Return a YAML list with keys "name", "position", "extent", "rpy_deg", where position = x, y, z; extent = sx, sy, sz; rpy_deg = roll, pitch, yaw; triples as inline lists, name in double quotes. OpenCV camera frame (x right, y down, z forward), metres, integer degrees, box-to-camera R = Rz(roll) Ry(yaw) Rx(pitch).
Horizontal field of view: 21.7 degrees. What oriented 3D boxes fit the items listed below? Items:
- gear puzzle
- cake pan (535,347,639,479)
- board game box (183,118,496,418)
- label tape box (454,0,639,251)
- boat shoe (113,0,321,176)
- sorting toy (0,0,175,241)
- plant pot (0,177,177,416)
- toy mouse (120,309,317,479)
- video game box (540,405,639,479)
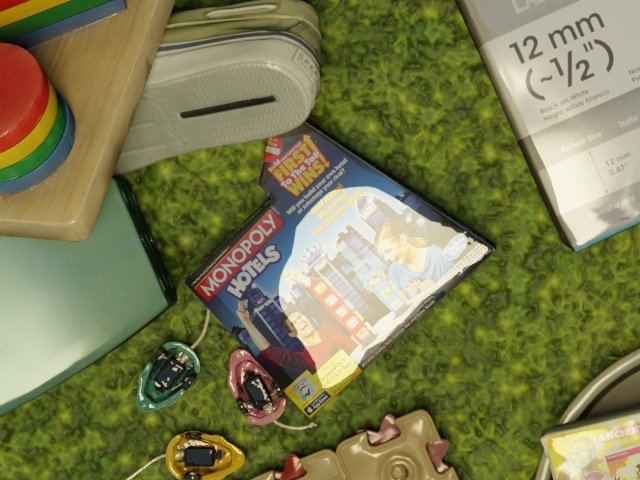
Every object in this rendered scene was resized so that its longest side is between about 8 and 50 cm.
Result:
- name: "gear puzzle"
  position: [-0.034, 0.265, 1.319]
  extent: [0.339, 0.044, 0.175]
  rpy_deg: [-23, 94, 9]
- name: "cake pan"
  position: [0.307, 0.210, 1.275]
  extent: [0.293, 0.054, 0.293]
  rpy_deg: [0, 93, 5]
- name: "board game box"
  position: [0.000, 0.000, 1.291]
  extent: [0.194, 0.060, 0.194]
  rpy_deg: [-42, 87, 6]
- name: "label tape box"
  position: [0.228, -0.198, 1.235]
  extent: [0.249, 0.115, 0.347]
  rpy_deg: [-24, 92, 6]
- name: "boat shoe"
  position: [-0.135, -0.118, 1.284]
  extent: [0.302, 0.094, 0.109]
  rpy_deg: [-4, 131, 19]
- name: "sorting toy"
  position: [-0.257, -0.140, 1.206]
  extent: [0.255, 0.089, 0.257]
  rpy_deg: [5, 60, 20]
- name: "plant pot"
  position: [-0.238, 0.045, 1.268]
  extent: [0.234, 0.166, 0.165]
  rpy_deg: [-23, 90, 1]
- name: "toy mouse"
  position: [-0.085, 0.117, 1.318]
  extent: [0.161, 0.031, 0.143]
  rpy_deg: [-4, 93, 5]
- name: "video game box"
  position: [0.282, 0.206, 1.226]
  extent: [0.205, 0.048, 0.187]
  rpy_deg: [-14, 93, 5]
